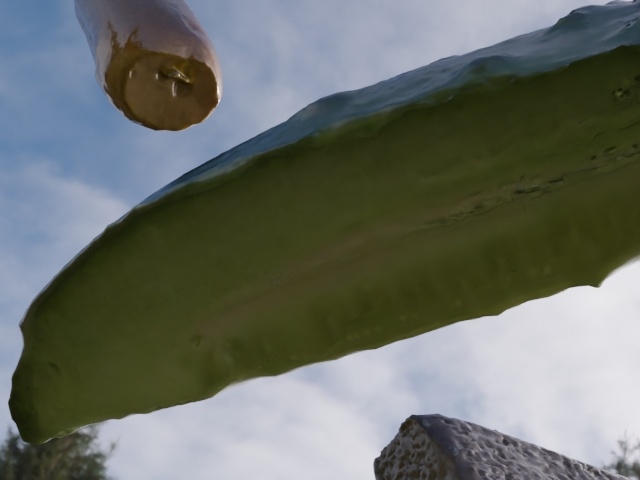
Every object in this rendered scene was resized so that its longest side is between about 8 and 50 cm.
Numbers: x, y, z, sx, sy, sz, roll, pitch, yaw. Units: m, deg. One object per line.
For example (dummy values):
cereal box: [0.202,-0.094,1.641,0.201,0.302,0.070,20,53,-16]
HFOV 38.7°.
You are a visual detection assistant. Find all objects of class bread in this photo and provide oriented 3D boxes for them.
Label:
bread: [0.244,0.274,0.760,0.417,0.165,0.113,24,-72,-23]

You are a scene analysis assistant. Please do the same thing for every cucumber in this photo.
cucumber: [0.000,-0.002,0.396,0.325,0.145,0.105,-22,-83,23]

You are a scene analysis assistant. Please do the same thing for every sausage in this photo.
sausage: [-0.183,-0.214,0.896,0.112,0.328,0.112,-13,-52,-17]
